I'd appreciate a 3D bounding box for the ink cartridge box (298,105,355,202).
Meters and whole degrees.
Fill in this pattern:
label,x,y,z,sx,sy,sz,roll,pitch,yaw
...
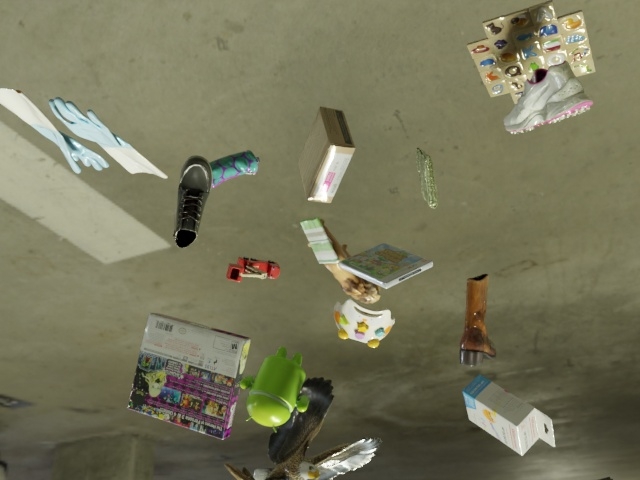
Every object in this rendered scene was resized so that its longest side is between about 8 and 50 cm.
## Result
label,x,y,z,sx,sy,sz,roll,pitch,yaw
ink cartridge box,0.014,-0.265,1.799,0.088,0.193,0.234,5,136,-21

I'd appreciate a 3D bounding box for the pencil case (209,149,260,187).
label,x,y,z,sx,sy,sz,roll,pitch,yaw
pencil case,-0.240,-0.191,1.538,0.152,0.070,0.064,-22,177,-22

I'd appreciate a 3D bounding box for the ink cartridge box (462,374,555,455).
label,x,y,z,sx,sy,sz,roll,pitch,yaw
ink cartridge box,0.395,0.376,1.214,0.062,0.181,0.104,-36,126,-22

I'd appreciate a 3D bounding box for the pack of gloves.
label,x,y,z,sx,sy,sz,roll,pitch,yaw
pack of gloves,-0.390,-0.153,0.922,0.195,0.046,0.232,12,162,23

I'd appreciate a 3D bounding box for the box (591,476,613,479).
label,x,y,z,sx,sy,sz,roll,pitch,yaw
box,0.609,0.767,1.382,0.097,0.318,0.395,-6,154,-21

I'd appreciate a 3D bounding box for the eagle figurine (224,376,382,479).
label,x,y,z,sx,sy,sz,roll,pitch,yaw
eagle figurine,-0.033,0.504,1.342,0.225,0.298,0.226,22,144,41

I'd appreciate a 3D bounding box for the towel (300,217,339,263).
label,x,y,z,sx,sy,sz,roll,pitch,yaw
towel,0.000,0.000,1.761,0.023,0.152,0.113,-31,-167,-29

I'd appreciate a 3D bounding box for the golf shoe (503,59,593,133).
label,x,y,z,sx,sy,sz,roll,pitch,yaw
golf shoe,0.553,-0.356,1.446,0.115,0.140,0.306,-23,-176,-13

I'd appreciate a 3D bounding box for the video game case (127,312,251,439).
label,x,y,z,sx,sy,sz,roll,pitch,yaw
video game case,-0.277,0.279,1.206,0.232,0.210,0.042,11,178,16

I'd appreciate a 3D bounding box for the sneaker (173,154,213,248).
label,x,y,z,sx,sy,sz,roll,pitch,yaw
sneaker,-0.313,-0.092,1.418,0.083,0.118,0.222,7,125,-16

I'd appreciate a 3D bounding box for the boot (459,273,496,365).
label,x,y,z,sx,sy,sz,roll,pitch,yaw
boot,0.515,0.247,1.877,0.096,0.280,0.264,3,-179,37

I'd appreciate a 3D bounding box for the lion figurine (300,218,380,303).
label,x,y,z,sx,sy,sz,roll,pitch,yaw
lion figurine,0.076,0.091,2.101,0.142,0.240,0.392,-41,142,13

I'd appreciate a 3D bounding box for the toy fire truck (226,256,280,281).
label,x,y,z,sx,sy,sz,roll,pitch,yaw
toy fire truck,-0.211,0.095,1.833,0.192,0.135,0.047,10,103,-23

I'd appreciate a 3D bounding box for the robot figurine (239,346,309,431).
label,x,y,z,sx,sy,sz,roll,pitch,yaw
robot figurine,-0.063,0.212,0.820,0.101,0.115,0.067,20,145,4

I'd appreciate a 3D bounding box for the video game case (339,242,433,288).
label,x,y,z,sx,sy,sz,roll,pitch,yaw
video game case,0.195,0.070,1.733,0.193,0.212,0.023,-21,117,-32

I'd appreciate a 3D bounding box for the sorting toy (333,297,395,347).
label,x,y,z,sx,sy,sz,roll,pitch,yaw
sorting toy,0.057,0.100,0.747,0.083,0.044,0.075,15,147,3

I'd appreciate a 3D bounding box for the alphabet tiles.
label,x,y,z,sx,sy,sz,roll,pitch,yaw
alphabet tiles,0.570,-0.494,1.552,0.285,0.011,0.342,-8,151,30

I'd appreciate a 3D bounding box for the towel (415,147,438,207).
label,x,y,z,sx,sy,sz,roll,pitch,yaw
towel,0.280,-0.167,1.523,0.027,0.110,0.148,-13,110,1
